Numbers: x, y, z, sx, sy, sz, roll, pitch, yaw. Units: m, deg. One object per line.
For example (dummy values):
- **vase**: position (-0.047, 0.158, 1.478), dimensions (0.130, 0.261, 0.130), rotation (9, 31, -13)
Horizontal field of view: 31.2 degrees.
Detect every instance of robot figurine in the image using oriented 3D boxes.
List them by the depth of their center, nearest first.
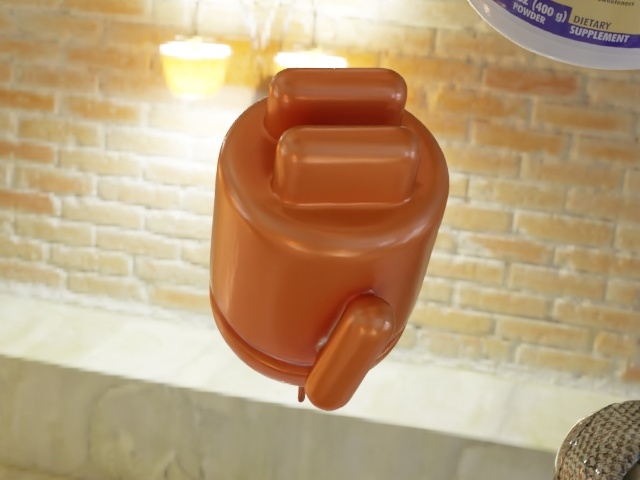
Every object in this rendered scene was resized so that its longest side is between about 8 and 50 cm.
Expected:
- **robot figurine**: position (0.000, 0.002, 0.652), dimensions (0.158, 0.219, 0.128), rotation (41, -123, 22)

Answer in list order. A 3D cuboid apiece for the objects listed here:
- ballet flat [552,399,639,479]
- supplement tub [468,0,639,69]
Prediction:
- **ballet flat**: position (0.439, 0.186, 0.931), dimensions (0.483, 0.164, 0.182), rotation (-8, -175, 0)
- **supplement tub**: position (0.226, -0.309, 0.783), dimensions (0.241, 0.331, 0.241), rotation (2, -127, -2)
